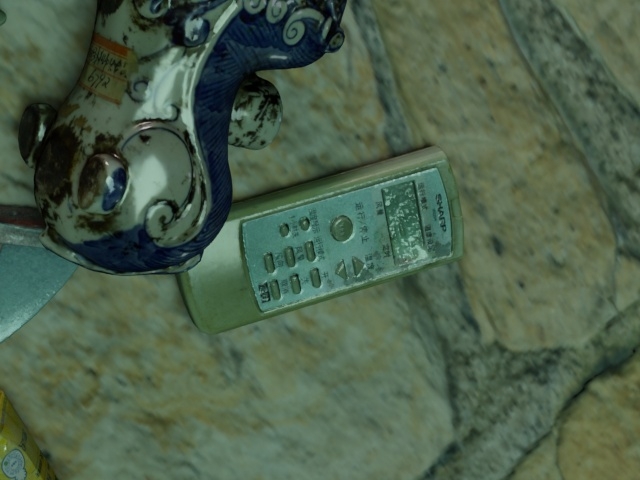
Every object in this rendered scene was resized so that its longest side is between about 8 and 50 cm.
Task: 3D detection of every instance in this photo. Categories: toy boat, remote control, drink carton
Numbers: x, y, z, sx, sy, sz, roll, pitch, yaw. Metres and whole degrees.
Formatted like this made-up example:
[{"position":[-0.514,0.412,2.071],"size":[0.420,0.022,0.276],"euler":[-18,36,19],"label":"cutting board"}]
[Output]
[{"position":[-0.229,0.035,1.171],"size":[0.096,0.034,0.122],"euler":[6,116,-20],"label":"toy boat"},{"position":[0.000,0.000,1.224],"size":[0.234,0.038,0.098],"euler":[-17,114,-13],"label":"remote control"},{"position":[-0.230,0.219,1.206],"size":[0.075,0.084,0.200],"euler":[-24,116,3],"label":"drink carton"}]

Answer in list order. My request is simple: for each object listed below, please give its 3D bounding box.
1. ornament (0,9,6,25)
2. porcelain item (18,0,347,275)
[{"position":[-0.236,-0.195,1.074],"size":[0.068,0.041,0.092],"euler":[-29,125,0],"label":"ornament"},{"position":[-0.094,-0.108,1.113],"size":[0.186,0.138,0.288],"euler":[11,102,-39],"label":"porcelain item"}]
